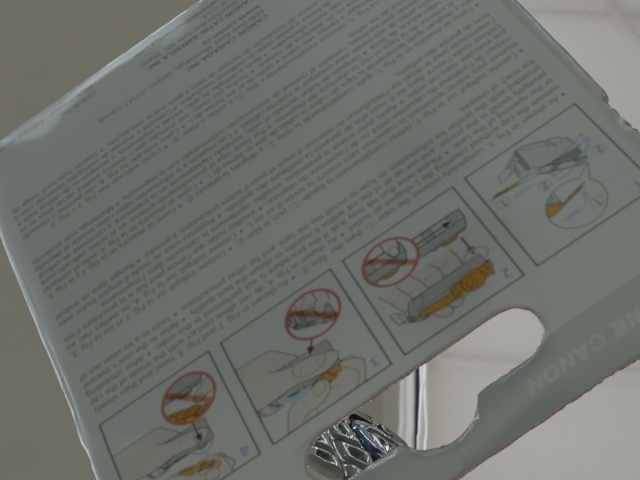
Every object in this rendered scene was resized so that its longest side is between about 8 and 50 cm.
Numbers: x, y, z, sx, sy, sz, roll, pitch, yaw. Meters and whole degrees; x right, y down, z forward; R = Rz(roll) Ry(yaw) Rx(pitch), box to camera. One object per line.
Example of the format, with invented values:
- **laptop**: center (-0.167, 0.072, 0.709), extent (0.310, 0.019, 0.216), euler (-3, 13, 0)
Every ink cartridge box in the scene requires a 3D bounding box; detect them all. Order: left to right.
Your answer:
- **ink cartridge box**: center (0.000, 0.000, 0.436), extent (0.189, 0.066, 0.232), euler (-34, -130, 1)

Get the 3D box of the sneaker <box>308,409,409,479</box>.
- **sneaker**: center (0.044, 0.188, 0.677), extent (0.297, 0.111, 0.129), euler (42, -82, -14)
